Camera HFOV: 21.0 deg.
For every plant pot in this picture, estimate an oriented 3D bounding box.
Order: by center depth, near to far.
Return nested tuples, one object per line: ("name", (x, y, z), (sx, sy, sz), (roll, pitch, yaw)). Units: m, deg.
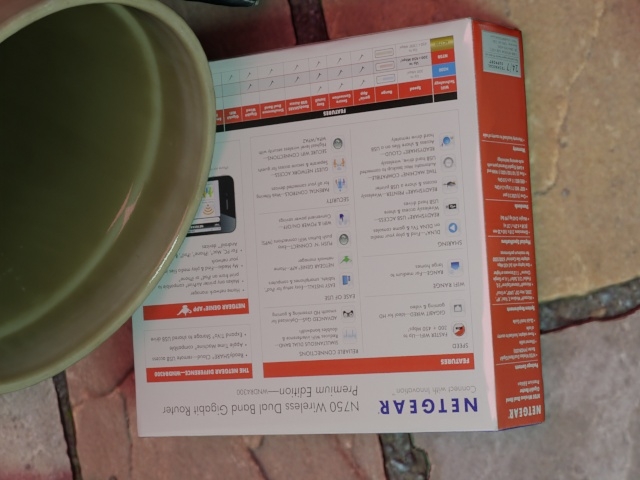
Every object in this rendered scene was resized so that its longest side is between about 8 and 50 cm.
("plant pot", (-0.286, -0.087, 1.303), (0.280, 0.323, 0.323), (31, 106, 33))

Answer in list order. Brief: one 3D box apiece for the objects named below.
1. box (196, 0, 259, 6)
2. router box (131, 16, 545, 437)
("box", (-0.277, -0.465, 1.417), (0.479, 0.297, 0.472), (12, 94, 33))
("router box", (0.000, 0.000, 1.348), (0.335, 0.082, 0.301), (-4, 87, 33))
